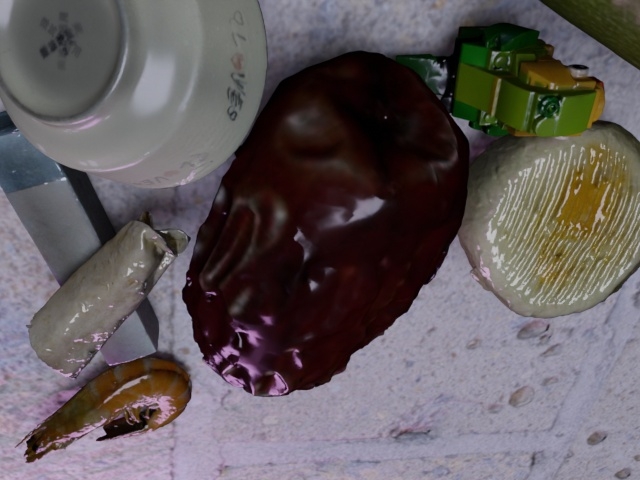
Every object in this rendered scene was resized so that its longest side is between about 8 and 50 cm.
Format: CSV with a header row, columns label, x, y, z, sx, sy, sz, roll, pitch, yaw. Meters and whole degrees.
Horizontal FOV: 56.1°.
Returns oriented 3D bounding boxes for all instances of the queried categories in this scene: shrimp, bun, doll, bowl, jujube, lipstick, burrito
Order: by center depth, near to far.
label,x,y,z,sx,sy,sz,roll,pitch,yaw
bowl,-0.172,-0.156,0.487,0.238,0.126,0.237,3,99,17
doll,0.186,-0.155,0.601,0.134,0.186,0.106,-21,129,-33
jujube,0.000,0.000,0.619,0.259,0.258,0.376,12,121,-18
burrito,-0.229,0.056,0.643,0.226,0.060,0.087,-44,127,14
lipstick,-0.269,0.006,0.678,0.068,0.066,0.317,-17,125,-3
bun,0.273,-0.027,0.715,0.244,0.153,0.243,1,107,2
shrimp,-0.295,0.240,0.834,0.249,0.068,0.150,-22,130,-2

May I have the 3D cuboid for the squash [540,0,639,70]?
label,x,y,z,sx,sy,sz,roll,pitch,yaw
squash,0.309,-0.229,0.413,0.384,0.263,0.263,43,114,15
